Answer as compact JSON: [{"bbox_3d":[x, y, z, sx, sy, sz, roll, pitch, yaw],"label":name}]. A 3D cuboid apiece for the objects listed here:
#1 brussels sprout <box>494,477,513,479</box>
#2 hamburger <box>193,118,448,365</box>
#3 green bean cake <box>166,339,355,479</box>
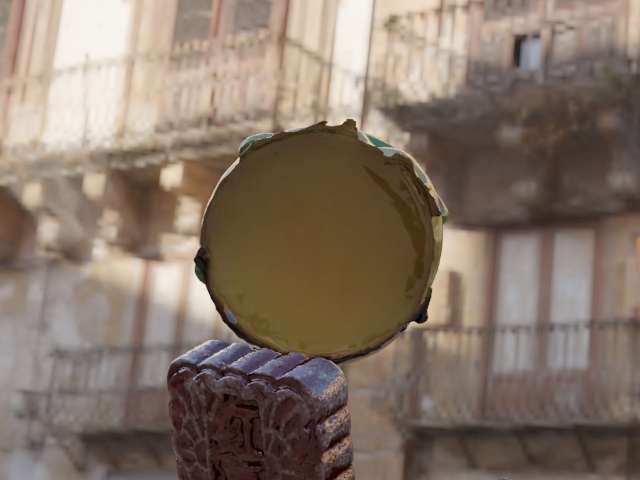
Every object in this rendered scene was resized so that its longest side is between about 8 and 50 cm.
[{"bbox_3d":[0.189,0.378,1.226,0.371,0.315,0.276,28,32,10],"label":"brussels sprout"},{"bbox_3d":[0.000,0.000,1.443,0.237,0.237,0.149,5,2,4],"label":"hamburger"},{"bbox_3d":[-0.043,0.143,1.106,0.136,0.135,0.056,7,18,35],"label":"green bean cake"}]
